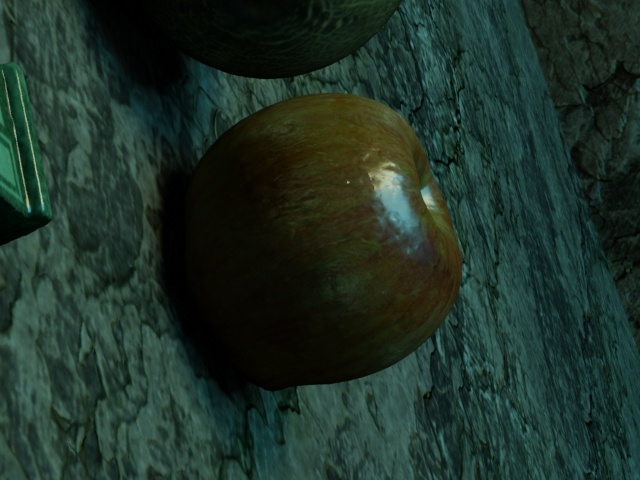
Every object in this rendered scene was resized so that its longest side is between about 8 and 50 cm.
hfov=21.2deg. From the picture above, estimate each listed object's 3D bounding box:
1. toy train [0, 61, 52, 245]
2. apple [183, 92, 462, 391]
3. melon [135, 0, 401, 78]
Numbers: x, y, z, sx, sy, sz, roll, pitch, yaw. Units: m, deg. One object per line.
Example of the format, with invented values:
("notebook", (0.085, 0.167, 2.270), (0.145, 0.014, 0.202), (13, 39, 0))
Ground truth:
("toy train", (-0.224, -0.128, 0.771), (0.178, 0.138, 0.330), (54, 20, -69))
("apple", (0.000, 0.000, 1.246), (0.211, 0.187, 0.211), (-18, 90, -77))
("melon", (-0.039, -0.257, 1.288), (0.302, 0.237, 0.237), (-88, 155, -53))
